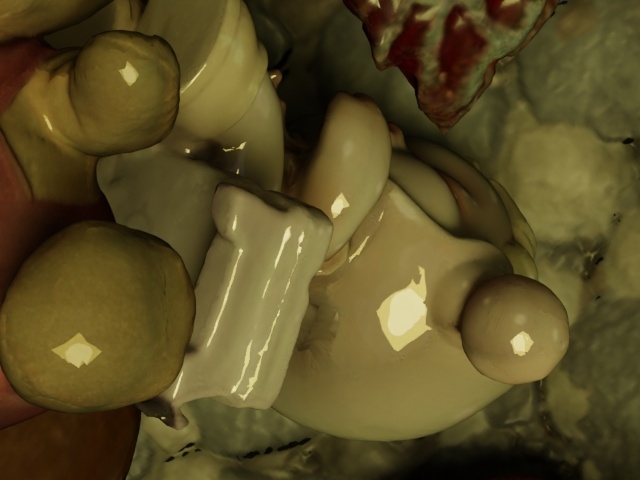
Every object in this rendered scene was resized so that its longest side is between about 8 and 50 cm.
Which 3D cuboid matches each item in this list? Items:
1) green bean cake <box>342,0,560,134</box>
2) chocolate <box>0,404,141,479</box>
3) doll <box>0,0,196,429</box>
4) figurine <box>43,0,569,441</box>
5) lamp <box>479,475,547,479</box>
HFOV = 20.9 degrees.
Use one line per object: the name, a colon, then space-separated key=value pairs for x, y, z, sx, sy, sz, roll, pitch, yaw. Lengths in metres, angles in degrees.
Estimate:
green bean cake: x=0.016 y=-0.178 z=0.576 sx=0.232 sy=0.097 sz=0.198 roll=32 pitch=110 yaw=-23
chocolate: x=-0.152 y=0.072 z=0.666 sx=0.176 sy=0.177 sz=0.177 roll=-3 pitch=119 yaw=-6
doll: x=-0.126 y=-0.072 z=0.452 sx=0.196 sy=0.152 sz=0.256 roll=3 pitch=79 yaw=-42
figurine: x=0.001 y=0.010 z=0.623 sx=0.182 sy=0.145 sz=0.256 roll=-3 pitch=166 yaw=36
lamp: x=0.078 y=0.202 z=0.753 sx=0.187 sy=0.164 sz=0.188 roll=-3 pitch=121 yaw=-5
